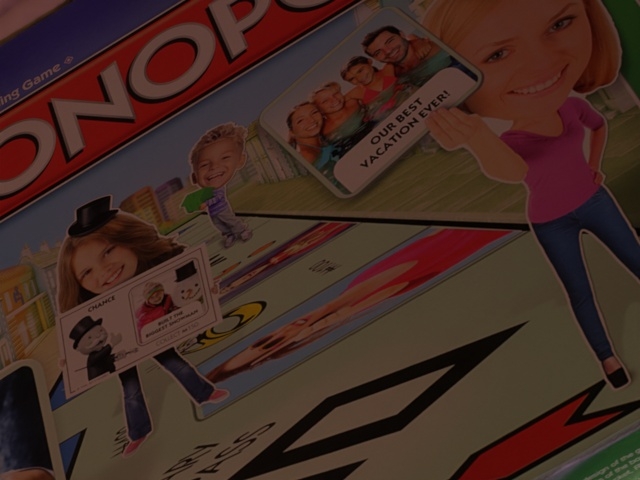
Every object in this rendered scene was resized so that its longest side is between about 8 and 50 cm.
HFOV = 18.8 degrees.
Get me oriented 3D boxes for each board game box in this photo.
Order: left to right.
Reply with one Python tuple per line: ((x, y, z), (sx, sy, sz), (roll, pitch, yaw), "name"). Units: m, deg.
((0.000, 0.000, 0.449), (0.317, 0.213, 0.046), (-31, 135, 7), "board game box")
